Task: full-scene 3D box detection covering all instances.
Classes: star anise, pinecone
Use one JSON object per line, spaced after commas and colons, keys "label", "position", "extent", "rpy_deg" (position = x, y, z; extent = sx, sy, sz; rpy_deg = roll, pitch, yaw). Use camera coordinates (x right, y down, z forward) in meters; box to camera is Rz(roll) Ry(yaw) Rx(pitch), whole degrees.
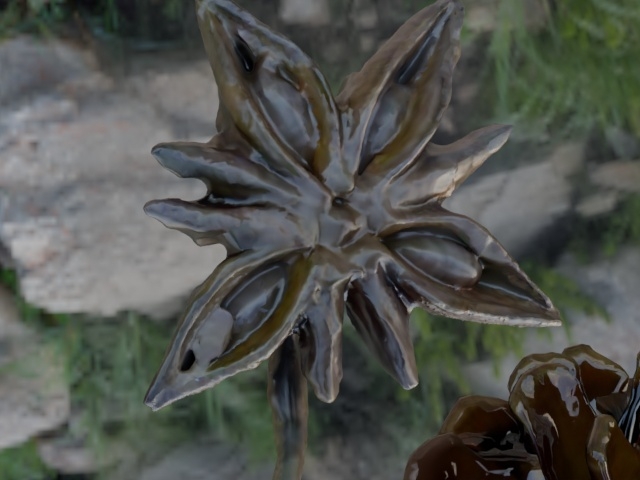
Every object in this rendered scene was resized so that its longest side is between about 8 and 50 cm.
{"label": "star anise", "position": [0.002, -0.001, 1.159], "extent": [0.292, 0.349, 0.109], "rpy_deg": [-21, -177, -6]}
{"label": "pinecone", "position": [0.143, 0.158, 0.829], "extent": [0.264, 0.264, 0.264], "rpy_deg": [-5, 141, -4]}
